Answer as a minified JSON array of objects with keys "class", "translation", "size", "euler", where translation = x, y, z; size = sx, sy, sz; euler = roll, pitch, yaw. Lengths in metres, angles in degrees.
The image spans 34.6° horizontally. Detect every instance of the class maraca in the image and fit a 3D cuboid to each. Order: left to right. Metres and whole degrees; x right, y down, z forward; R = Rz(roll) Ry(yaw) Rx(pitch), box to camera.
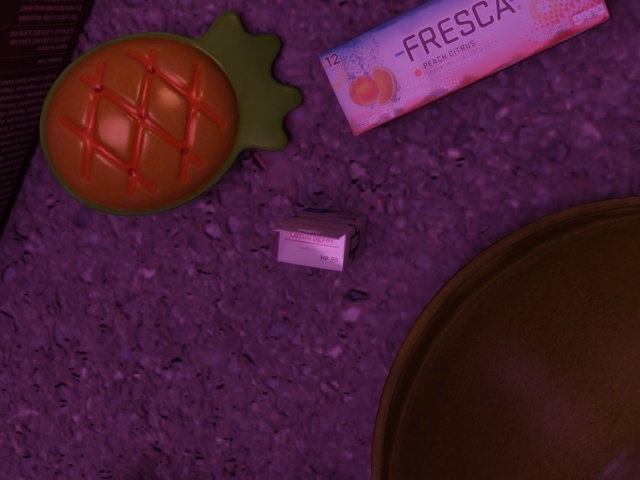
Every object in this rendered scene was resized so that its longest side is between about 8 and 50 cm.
[{"class":"maraca","translation":[-0.106,-0.090,0.730],"size":[0.186,0.099,0.127],"euler":[-22,98,-7]}]

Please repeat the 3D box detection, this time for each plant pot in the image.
[{"class":"plant pot","translation":[0.208,0.158,0.505],"size":[0.367,0.353,0.366],"euler":[0,92,3]}]

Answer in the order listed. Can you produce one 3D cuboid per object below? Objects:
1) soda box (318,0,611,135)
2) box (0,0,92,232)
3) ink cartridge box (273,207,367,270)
[{"class":"soda box","translation":[0.095,-0.134,0.679],"size":[0.183,0.058,0.062],"euler":[-23,94,18]},{"class":"box","translation":[-0.326,-0.098,0.768],"size":[0.191,0.143,0.381],"euler":[29,110,8]},{"class":"ink cartridge box","translation":[0.000,0.000,0.721],"size":[0.048,0.083,0.028],"euler":[8,104,15]}]
